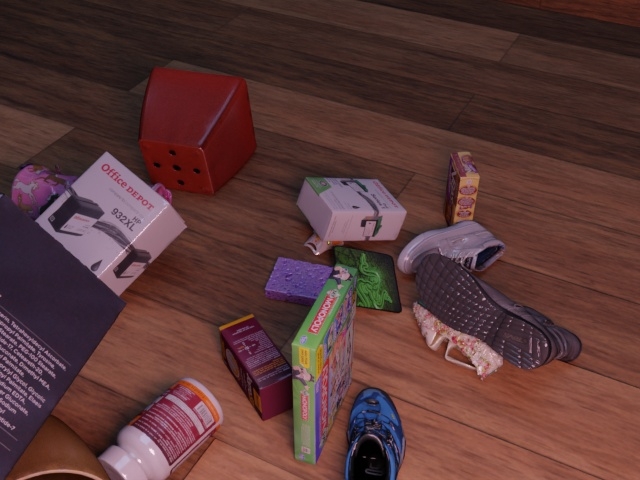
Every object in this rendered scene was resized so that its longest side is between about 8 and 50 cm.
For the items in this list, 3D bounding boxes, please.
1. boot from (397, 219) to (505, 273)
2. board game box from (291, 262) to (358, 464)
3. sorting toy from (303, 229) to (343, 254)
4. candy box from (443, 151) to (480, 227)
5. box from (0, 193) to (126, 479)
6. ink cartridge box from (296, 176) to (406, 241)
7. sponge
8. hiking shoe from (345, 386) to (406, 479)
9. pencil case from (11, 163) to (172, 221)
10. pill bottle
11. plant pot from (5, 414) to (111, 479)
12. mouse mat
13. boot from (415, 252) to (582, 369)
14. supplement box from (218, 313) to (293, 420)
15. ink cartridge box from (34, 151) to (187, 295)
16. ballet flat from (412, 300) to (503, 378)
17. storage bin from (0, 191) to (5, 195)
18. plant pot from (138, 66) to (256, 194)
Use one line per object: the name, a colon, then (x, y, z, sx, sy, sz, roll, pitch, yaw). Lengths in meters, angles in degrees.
boot: (0.313, 0.031, 1.851, 0.258, 0.095, 0.123, -23, 38, -27)
board game box: (0.008, 0.229, 1.442, 0.046, 0.317, 0.213, 14, 42, 15)
sorting toy: (0.000, 0.000, 1.944, 0.075, 0.045, 0.083, -42, 52, -15)
candy box: (0.348, -0.113, 1.954, 0.053, 0.186, 0.109, -3, 40, -3)
box: (-0.644, 0.248, 1.264, 0.480, 0.297, 0.471, -30, 24, 37)
ink cartridge box: (0.077, -0.078, 1.940, 0.220, 0.092, 0.160, -2, 37, -31)
sponge: (-0.012, 0.102, 1.819, 0.210, 0.031, 0.117, 9, 41, 12)
hiking shoe: (0.102, 0.371, 1.414, 0.113, 0.132, 0.304, 2, 40, 2)
pencil case: (-0.568, -0.090, 1.961, 0.386, 0.160, 0.167, 11, 86, 13)
pill bottle: (-0.291, 0.361, 1.437, 0.121, 0.121, 0.221, 26, 46, 28)
plant pot: (-0.473, 0.408, 1.326, 0.237, 0.237, 0.254, -17, 28, -19)
mouse mat: (0.106, 0.087, 1.816, 0.153, 0.007, 0.189, 10, 43, -14)
boot: (0.366, 0.153, 1.649, 0.338, 0.118, 0.223, 43, 20, 28)
supplement box: (-0.126, 0.252, 1.581, 0.081, 0.104, 0.188, -21, 44, -22)
ink cartridge box: (-0.493, -0.010, 1.760, 0.223, 0.129, 0.307, 38, 78, 22)
ballet flat: (0.272, 0.209, 1.656, 0.241, 0.091, 0.077, 31, 81, 38)
storage bin: (-0.766, -0.008, 1.839, 0.122, 0.180, 0.084, -21, 45, -23)
plant pot: (-0.344, -0.275, 2.120, 0.268, 0.267, 0.235, 9, 53, 11)
